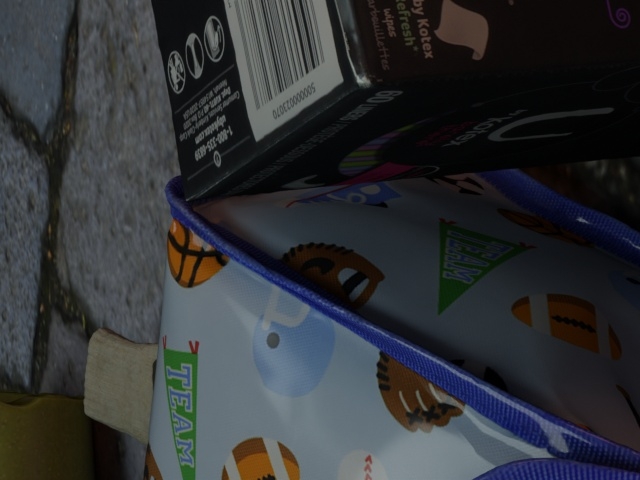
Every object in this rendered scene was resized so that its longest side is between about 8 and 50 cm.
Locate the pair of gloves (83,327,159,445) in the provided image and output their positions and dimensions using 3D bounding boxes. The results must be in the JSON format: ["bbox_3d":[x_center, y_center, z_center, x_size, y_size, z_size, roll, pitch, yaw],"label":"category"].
[{"bbox_3d":[-0.105,0.185,1.418,0.204,0.042,0.240,3,95,52],"label":"pair of gloves"}]

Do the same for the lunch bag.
[{"bbox_3d":[0.087,0.170,0.894,0.385,0.239,0.328,32,125,36],"label":"lunch bag"}]

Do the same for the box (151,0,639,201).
[{"bbox_3d":[0.082,-0.112,0.781,0.165,0.270,0.143,-27,72,61],"label":"box"}]

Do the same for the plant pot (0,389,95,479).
[{"bbox_3d":[-0.290,0.250,1.609,0.276,0.276,0.254,-4,82,62],"label":"plant pot"}]
